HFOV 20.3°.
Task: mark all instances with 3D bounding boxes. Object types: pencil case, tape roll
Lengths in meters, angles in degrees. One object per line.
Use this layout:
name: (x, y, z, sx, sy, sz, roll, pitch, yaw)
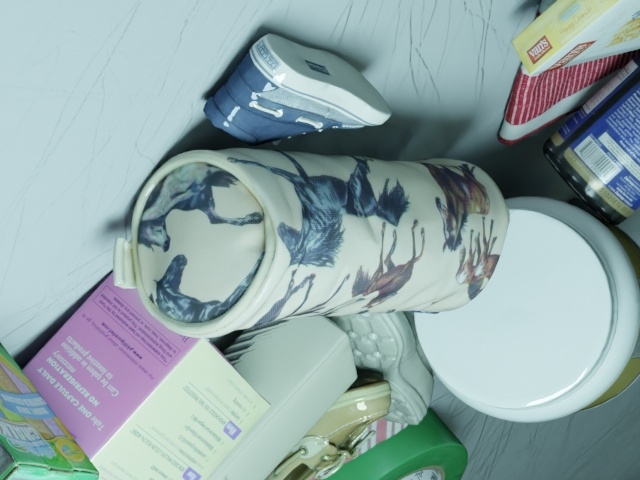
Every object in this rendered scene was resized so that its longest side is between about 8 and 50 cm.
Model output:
pencil case: (0.000, 0.000, 1.635, 0.183, 0.160, 0.410, -25, 167, 34)
tape roll: (0.052, 0.358, 2.396, 0.321, 0.077, 0.321, -33, 154, -18)

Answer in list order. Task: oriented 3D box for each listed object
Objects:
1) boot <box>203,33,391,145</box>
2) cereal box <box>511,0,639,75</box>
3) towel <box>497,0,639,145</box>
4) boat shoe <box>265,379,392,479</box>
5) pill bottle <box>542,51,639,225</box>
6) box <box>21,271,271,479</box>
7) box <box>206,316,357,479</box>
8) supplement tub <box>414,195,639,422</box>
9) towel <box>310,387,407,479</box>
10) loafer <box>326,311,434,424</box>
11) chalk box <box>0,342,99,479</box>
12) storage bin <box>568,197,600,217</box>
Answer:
boot: (-0.020, -0.118, 1.542, 0.086, 0.069, 0.190, -43, 148, 20)
cereal box: (0.320, -0.236, 1.721, 0.240, 0.047, 0.173, -18, 165, -38)
towel: (0.307, -0.245, 1.831, 0.237, 0.037, 0.329, -27, 152, -27)
boat shoe: (-0.015, 0.240, 1.996, 0.104, 0.089, 0.285, -7, 158, -46)
pill bottle: (0.354, -0.131, 1.905, 0.219, 0.123, 0.123, -44, 156, 14)
box: (-0.193, 0.178, 1.655, 0.243, 0.117, 0.213, -49, 154, -7)
box: (-0.087, 0.189, 1.836, 0.275, 0.094, 0.113, -46, 155, -19)
supplement tub: (0.239, 0.076, 1.954, 0.241, 0.241, 0.331, -46, 166, 10)
towel: (0.047, 0.218, 2.209, 0.197, 0.029, 0.144, -28, 146, -22)
loafer: (0.065, 0.097, 1.981, 0.319, 0.112, 0.111, 69, 35, -59)
chalk box: (-0.284, 0.193, 1.474, 0.132, 0.213, 0.132, -45, 156, 10)
storage bin: (0.302, 0.020, 2.197, 0.135, 0.098, 0.091, -37, 145, -10)
